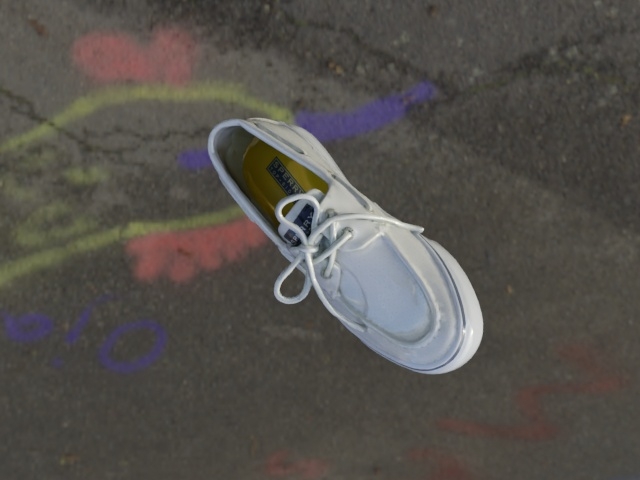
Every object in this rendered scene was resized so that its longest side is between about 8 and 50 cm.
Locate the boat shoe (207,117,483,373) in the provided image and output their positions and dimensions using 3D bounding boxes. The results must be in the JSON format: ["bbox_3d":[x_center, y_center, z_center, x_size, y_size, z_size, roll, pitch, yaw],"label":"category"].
[{"bbox_3d":[0.004,-0.008,1.160,0.136,0.367,0.156,-50,151,19],"label":"boat shoe"}]
